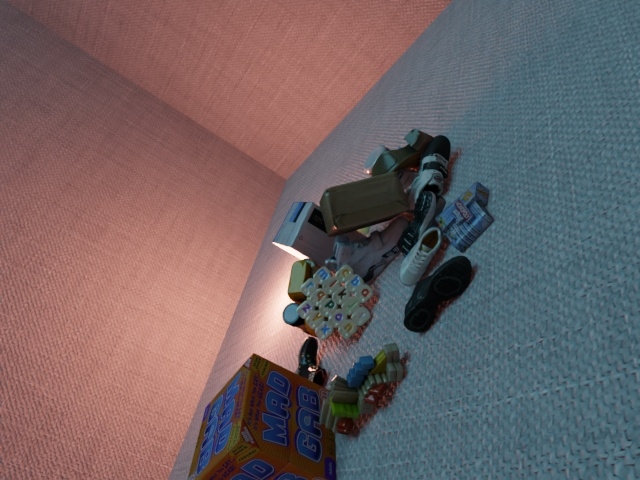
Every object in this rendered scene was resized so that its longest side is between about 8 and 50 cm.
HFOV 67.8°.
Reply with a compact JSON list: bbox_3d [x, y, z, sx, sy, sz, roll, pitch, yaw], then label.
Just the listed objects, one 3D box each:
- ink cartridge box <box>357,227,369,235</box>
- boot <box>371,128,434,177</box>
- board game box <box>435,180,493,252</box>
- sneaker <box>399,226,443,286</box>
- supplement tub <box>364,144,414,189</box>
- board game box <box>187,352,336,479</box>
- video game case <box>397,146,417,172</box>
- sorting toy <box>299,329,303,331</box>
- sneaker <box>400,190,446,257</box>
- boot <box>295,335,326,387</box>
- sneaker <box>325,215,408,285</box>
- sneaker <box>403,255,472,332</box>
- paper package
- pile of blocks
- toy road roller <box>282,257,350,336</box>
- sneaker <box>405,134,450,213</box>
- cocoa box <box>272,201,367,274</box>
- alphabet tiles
[{"bbox_3d":[0.183,-0.093,2.383,0.171,0.056,0.235,-43,22,41],"label":"ink cartridge box"},{"bbox_3d":[0.366,-0.328,1.990,0.283,0.220,0.109,-47,52,22],"label":"boot"},{"bbox_3d":[0.483,-0.089,1.566,0.194,0.060,0.194,-53,19,21],"label":"board game box"},{"bbox_3d":[0.341,0.052,1.635,0.229,0.087,0.092,-60,-14,0],"label":"sneaker"},{"bbox_3d":[0.313,-0.324,2.165,0.144,0.199,0.144,-51,19,25],"label":"supplement tub"},{"bbox_3d":[-0.194,0.691,1.645,0.357,0.356,0.356,-50,19,25],"label":"board game box"},{"bbox_3d":[0.382,-0.347,2.058,0.119,0.166,0.015,-61,39,43],"label":"video game case"},{"bbox_3d":[-0.001,0.349,2.176,0.274,0.046,0.132,-38,27,47],"label":"sorting toy"},{"bbox_3d":[0.378,-0.044,1.741,0.100,0.107,0.272,52,127,52],"label":"sneaker"},{"bbox_3d":[-0.027,0.507,1.938,0.178,0.085,0.237,-22,47,58],"label":"boot"},{"bbox_3d":[0.185,0.021,1.937,0.366,0.210,0.137,-53,19,18],"label":"sneaker"},{"bbox_3d":[0.350,0.149,1.483,0.286,0.109,0.130,-50,14,19],"label":"sneaker"},{"bbox_3d":[0.163,-0.140,1.932,0.325,0.309,0.168,133,122,-83],"label":"paper package"},{"bbox_3d":[0.123,0.474,1.484,0.362,0.148,0.113,-55,18,12],"label":"pile of blocks"},{"bbox_3d":[0.003,0.242,2.009,0.240,0.202,0.330,-10,60,30],"label":"toy road roller"},{"bbox_3d":[0.444,-0.251,1.851,0.331,0.122,0.146,-68,18,2],"label":"sneaker"},{"bbox_3d":[0.000,0.000,2.209,0.232,0.347,0.228,-63,25,-8],"label":"cocoa box"},{"bbox_3d":[0.057,0.240,1.863,0.278,0.284,0.021,-43,-22,-4],"label":"alphabet tiles"}]
